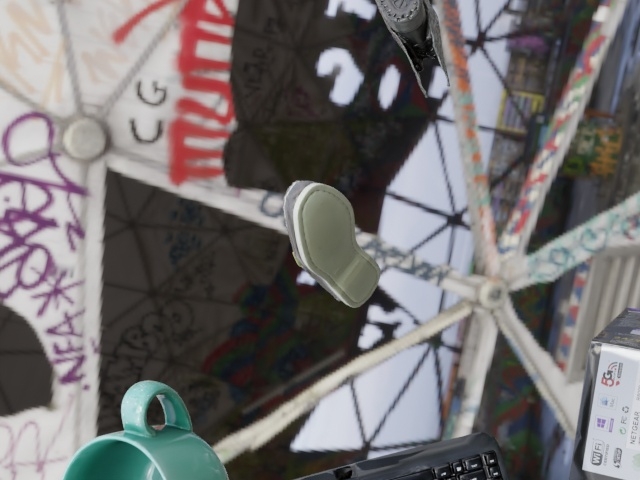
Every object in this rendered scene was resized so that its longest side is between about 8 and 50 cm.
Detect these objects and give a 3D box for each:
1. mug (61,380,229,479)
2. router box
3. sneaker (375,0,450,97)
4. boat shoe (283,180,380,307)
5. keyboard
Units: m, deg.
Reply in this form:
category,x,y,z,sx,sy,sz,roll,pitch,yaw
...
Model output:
category,x,y,z,sx,sy,sz,roll,pitch,yaw
mug,-0.130,0.207,0.849,0.158,0.129,0.097,-55,-26,19
router box,0.252,0.221,0.849,0.243,0.081,0.309,-5,-77,-68
sneaker,0.076,-0.225,0.977,0.089,0.051,0.170,46,-157,-58
boat shoe,0.000,0.000,1.161,0.081,0.068,0.228,-49,-34,-13
keyboard,0.027,0.182,0.606,0.038,0.192,0.100,117,138,-82
